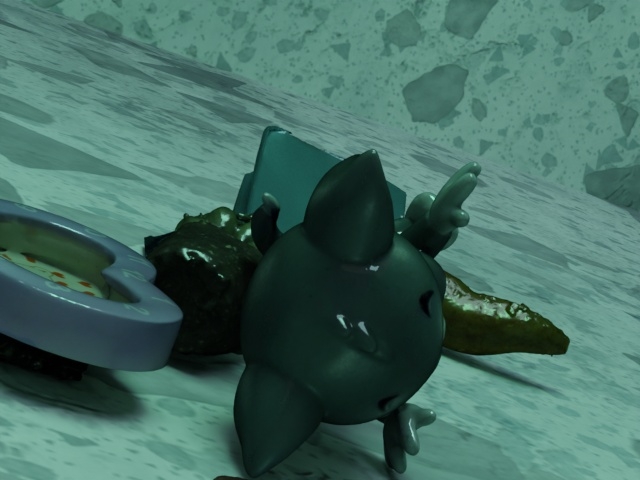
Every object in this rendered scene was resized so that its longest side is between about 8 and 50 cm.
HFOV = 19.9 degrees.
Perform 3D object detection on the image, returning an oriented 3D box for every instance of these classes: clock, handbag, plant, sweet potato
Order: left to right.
[{"bbox_3d":[-0.174,0.028,1.044,0.172,0.064,0.198,17,10,-20],"label":"clock"},{"bbox_3d":[-0.070,0.030,1.192,0.094,0.092,0.143,19,12,8],"label":"plant"},{"bbox_3d":[0.000,0.000,1.425,0.144,0.057,0.221,23,28,-7],"label":"handbag"},{"bbox_3d":[0.071,0.047,1.496,0.274,0.067,0.067,16,9,8],"label":"sweet potato"}]

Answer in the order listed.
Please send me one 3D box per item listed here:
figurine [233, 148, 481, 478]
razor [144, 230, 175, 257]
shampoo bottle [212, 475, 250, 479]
[{"bbox_3d":[0.019,0.022,1.087,0.140,0.193,0.265,23,12,-18],"label":"figurine"},{"bbox_3d":[-0.046,0.027,1.433,0.190,0.033,0.066,20,10,-9],"label":"razor"},{"bbox_3d":[0.032,0.168,0.701,0.236,0.068,0.067,26,11,40],"label":"shampoo bottle"}]
